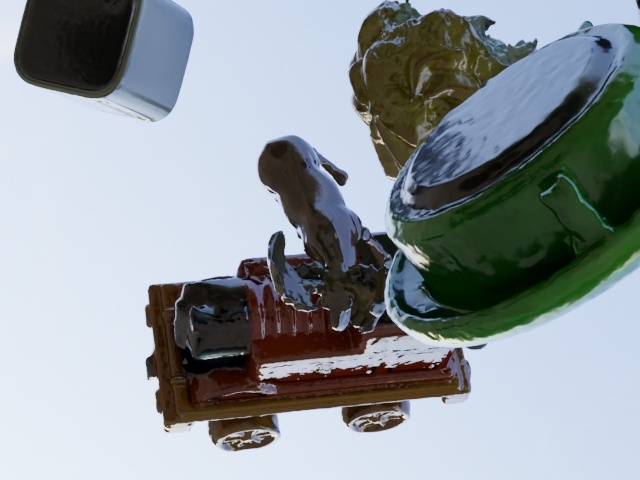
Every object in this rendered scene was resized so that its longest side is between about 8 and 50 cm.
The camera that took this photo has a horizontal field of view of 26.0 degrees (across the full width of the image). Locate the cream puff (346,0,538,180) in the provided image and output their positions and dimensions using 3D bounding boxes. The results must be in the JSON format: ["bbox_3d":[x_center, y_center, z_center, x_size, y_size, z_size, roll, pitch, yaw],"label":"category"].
[{"bbox_3d":[0.075,-0.094,0.914,0.156,0.156,0.121,30,-73,36],"label":"cream puff"}]

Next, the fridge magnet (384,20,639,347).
[{"bbox_3d":[0.112,-0.031,0.673,0.088,0.208,0.208,49,-37,-16],"label":"fridge magnet"}]

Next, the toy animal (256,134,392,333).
[{"bbox_3d":[0.000,0.000,1.176,0.214,0.093,0.186,60,4,21],"label":"toy animal"}]

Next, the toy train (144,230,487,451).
[{"bbox_3d":[0.007,0.092,1.403,0.232,0.369,0.163,106,-23,-59],"label":"toy train"}]

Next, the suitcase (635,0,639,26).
[{"bbox_3d":[0.327,-0.233,0.925,0.194,0.283,0.434,-15,-93,50],"label":"suitcase"}]

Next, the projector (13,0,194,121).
[{"bbox_3d":[-0.141,-0.129,0.909,0.083,0.082,0.083,13,-91,20],"label":"projector"}]
